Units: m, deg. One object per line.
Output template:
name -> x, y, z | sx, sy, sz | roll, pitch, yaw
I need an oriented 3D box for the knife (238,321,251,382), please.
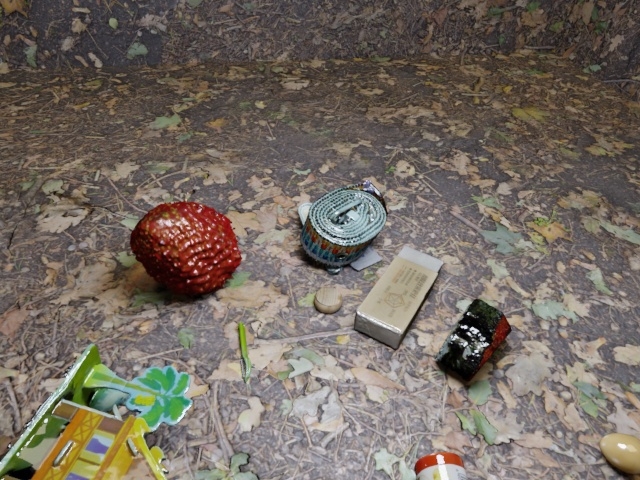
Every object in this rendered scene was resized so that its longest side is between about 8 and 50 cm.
knife -> -0.197, 0.286, 1.258 | 0.026, 0.022, 0.184 | -24, 44, 6

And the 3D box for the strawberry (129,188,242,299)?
strawberry -> -0.361, -0.003, 1.337 | 0.291, 0.343, 0.292 | 2, 59, -3

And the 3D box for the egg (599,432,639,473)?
egg -> 0.677, 0.471, 1.076 | 0.096, 0.080, 0.080 | 26, 45, 35

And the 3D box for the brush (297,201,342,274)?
brush -> 0.000, 0.000, 1.586 | 0.068, 0.060, 0.297 | -22, 58, -4

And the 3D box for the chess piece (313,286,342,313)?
chess piece -> 0.022, 0.172, 1.395 | 0.083, 0.038, 0.084 | 3, 39, -3

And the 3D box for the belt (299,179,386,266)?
belt -> 0.083, -0.056, 1.499 | 0.295, 0.161, 0.207 | -24, 64, -31

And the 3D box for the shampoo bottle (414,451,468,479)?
shampoo bottle -> 0.255, 0.560, 0.917 | 0.104, 0.104, 0.278 | 0, 41, -4

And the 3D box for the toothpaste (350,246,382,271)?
toothpaste -> 0.077, -0.012, 1.601 | 0.099, 0.068, 0.282 | -39, 59, -5

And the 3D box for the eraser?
eraser -> 0.234, 0.153, 1.406 | 0.144, 0.078, 0.343 | 24, 44, 21

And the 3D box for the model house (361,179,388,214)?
model house -> 0.174, -0.143, 1.739 | 0.165, 0.106, 0.152 | 50, 36, -3

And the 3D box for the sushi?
sushi -> 0.400, 0.254, 1.261 | 0.126, 0.136, 0.225 | 38, 46, 22

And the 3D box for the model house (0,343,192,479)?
model house -> -0.390, 0.423, 0.949 | 0.312, 0.243, 0.358 | 17, 40, 3
